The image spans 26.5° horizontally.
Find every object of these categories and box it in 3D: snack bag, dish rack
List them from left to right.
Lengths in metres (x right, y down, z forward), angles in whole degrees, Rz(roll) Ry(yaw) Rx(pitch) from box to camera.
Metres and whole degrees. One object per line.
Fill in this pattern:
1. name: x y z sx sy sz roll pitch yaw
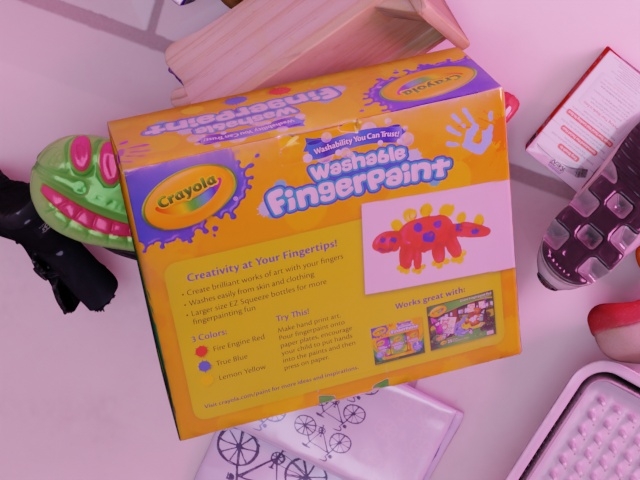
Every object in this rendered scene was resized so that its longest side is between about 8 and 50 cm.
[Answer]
1. snack bag: -0.010 0.316 1.944 0.323 0.037 0.342 26 108 3
2. dish rack: 0.390 0.340 1.828 0.286 0.072 0.332 30 101 -4

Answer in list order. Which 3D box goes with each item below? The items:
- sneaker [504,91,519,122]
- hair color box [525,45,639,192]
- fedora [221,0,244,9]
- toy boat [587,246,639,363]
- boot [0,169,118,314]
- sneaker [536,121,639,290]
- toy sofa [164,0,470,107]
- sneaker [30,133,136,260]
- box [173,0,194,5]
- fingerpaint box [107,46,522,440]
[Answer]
1. sneaker: 0.139 -0.159 1.770 0.221 0.087 0.128 -33 97 15
2. hair color box: 0.351 -0.155 1.746 0.093 0.053 0.167 39 106 -2
3. fedora: -0.056 -0.374 1.739 0.194 0.194 0.079 -33 57 17
4. toy boat: 0.452 0.063 1.754 0.231 0.151 0.151 -26 68 15
5. boot: -0.406 0.005 1.901 0.246 0.094 0.207 13 144 48
6. sneaker: 0.395 -0.057 1.731 0.330 0.146 0.122 -38 81 -10
7. toy sofa: -0.010 -0.243 1.740 0.363 0.150 0.177 -34 65 17
8. sneaker: -0.154 -0.016 1.824 0.483 0.202 0.185 30 95 -15
9. box: -0.193 -0.400 1.779 0.137 0.072 0.126 38 107 1
10. fingerpaint box: 0.000 0.000 1.646 0.445 0.163 0.371 -14 119 -9
